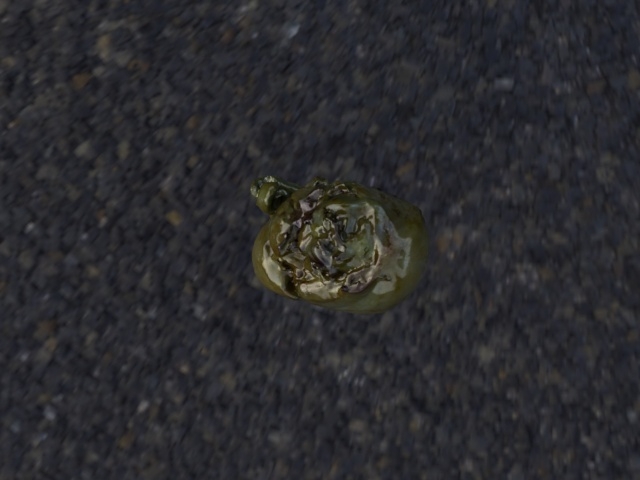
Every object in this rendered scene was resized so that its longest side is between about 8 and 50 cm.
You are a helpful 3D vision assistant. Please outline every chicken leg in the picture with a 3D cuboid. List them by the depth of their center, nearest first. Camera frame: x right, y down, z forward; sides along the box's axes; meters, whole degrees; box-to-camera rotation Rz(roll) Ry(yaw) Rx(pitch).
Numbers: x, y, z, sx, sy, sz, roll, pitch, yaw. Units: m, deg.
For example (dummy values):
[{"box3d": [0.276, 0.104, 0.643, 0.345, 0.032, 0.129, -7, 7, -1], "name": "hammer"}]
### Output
[{"box3d": [0.000, 0.000, 1.035, 0.103, 0.228, 0.088, 1, 95, -17], "name": "chicken leg"}]
